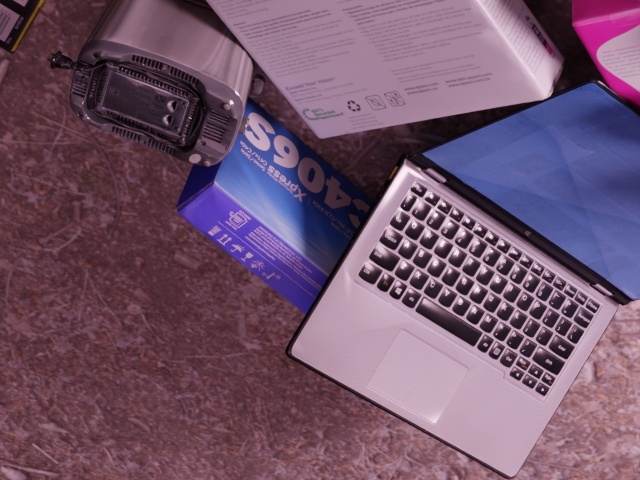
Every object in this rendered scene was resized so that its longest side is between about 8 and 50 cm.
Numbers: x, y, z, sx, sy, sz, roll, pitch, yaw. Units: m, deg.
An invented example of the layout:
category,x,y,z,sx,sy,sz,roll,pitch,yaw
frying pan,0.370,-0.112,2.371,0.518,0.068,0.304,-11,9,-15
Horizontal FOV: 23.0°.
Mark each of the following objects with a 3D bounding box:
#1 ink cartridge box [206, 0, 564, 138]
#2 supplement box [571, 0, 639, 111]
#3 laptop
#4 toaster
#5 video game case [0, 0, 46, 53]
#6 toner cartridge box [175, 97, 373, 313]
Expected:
category,x,y,z,sx,sy,sz,roll,pitch,yaw
ink cartridge box,0.034,-0.254,1.614,0.324,0.071,0.330,-6,135,44
supplement box,0.330,-0.213,1.549,0.111,0.114,0.220,-9,154,23
laptop,0.249,0.065,1.739,0.382,0.236,0.408,32,89,-31
toaster,-0.177,-0.190,1.743,0.227,0.146,0.129,20,133,-3
video game case,-0.407,-0.362,1.727,0.275,0.035,0.248,31,133,-12
toner cartridge box,0.000,0.000,1.858,0.348,0.165,0.075,39,130,-21
